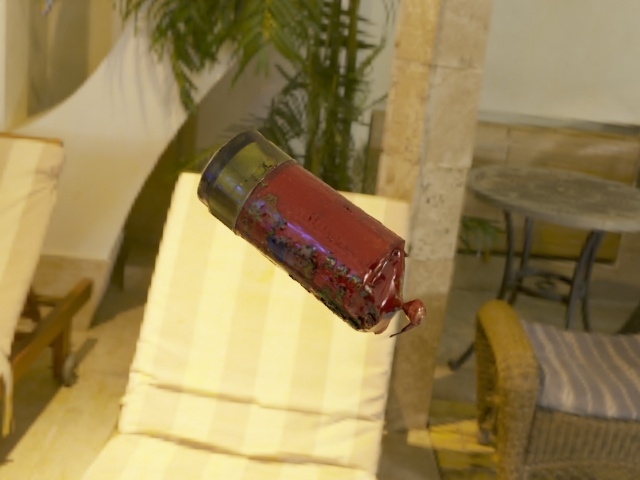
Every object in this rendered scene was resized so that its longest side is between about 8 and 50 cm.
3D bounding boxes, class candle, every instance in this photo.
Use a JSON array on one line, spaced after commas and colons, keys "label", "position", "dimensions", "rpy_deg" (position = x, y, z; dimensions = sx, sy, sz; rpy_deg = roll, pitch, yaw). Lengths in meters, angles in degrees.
[{"label": "candle", "position": [0.000, 0.000, 0.483], "dimensions": [0.130, 0.052, 0.052], "rpy_deg": [39, 27, 14]}]
